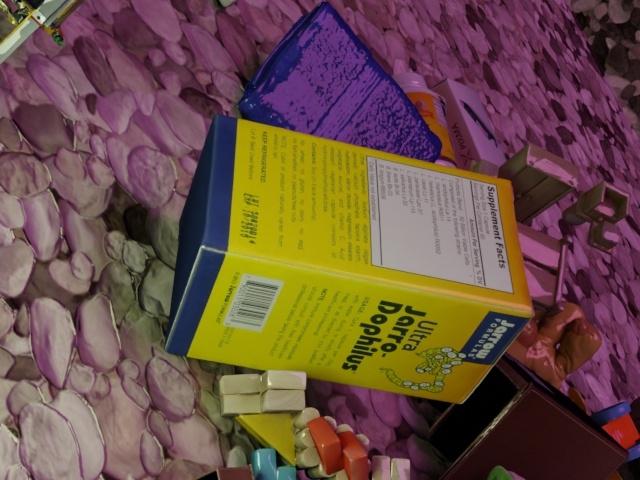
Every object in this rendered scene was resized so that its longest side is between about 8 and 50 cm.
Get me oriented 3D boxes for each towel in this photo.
[{"bbox_3d":[0.031,-0.173,1.524,0.308,0.076,0.227,47,65,-22],"label":"towel"}]

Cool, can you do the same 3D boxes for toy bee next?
[{"bbox_3d":[0.512,0.358,1.799,0.298,0.162,0.195,6,65,-26],"label":"toy bee"}]

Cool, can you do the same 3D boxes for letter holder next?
[{"bbox_3d":[0.268,0.298,1.479,0.302,0.214,0.152,35,7,-40],"label":"letter holder"}]

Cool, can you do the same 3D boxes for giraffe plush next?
[{"bbox_3d":[0.329,0.175,1.674,0.170,0.181,0.210,28,77,-28],"label":"giraffe plush"}]

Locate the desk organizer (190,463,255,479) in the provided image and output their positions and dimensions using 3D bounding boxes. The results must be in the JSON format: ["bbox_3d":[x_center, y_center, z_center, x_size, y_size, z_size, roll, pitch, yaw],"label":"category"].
[{"bbox_3d":[-0.088,0.297,1.025,0.050,0.047,0.130,12,55,-49],"label":"desk organizer"}]

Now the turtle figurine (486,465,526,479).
[{"bbox_3d":[0.334,0.423,1.346,0.266,0.198,0.274,21,54,-15],"label":"turtle figurine"}]

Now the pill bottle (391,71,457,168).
[{"bbox_3d":[0.158,-0.177,1.722,0.117,0.117,0.215,26,44,-44],"label":"pill bottle"}]

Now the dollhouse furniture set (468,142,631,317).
[{"bbox_3d":[0.335,0.042,1.705,0.303,0.174,0.355,23,61,-13],"label":"dollhouse furniture set"}]

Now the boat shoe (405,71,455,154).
[{"bbox_3d":[0.199,-0.225,1.847,0.079,0.081,0.227,10,55,-34],"label":"boat shoe"}]

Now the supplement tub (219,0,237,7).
[{"bbox_3d":[-0.145,-0.409,1.512,0.107,0.071,0.071,55,31,-11],"label":"supplement tub"}]

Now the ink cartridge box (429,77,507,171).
[{"bbox_3d":[0.274,-0.186,1.964,0.239,0.060,0.275,7,59,-56],"label":"ink cartridge box"}]

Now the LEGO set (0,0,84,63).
[{"bbox_3d":[-0.390,-0.273,0.985,0.331,0.192,0.255,45,4,-30],"label":"LEGO set"}]

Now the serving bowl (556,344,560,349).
[{"bbox_3d":[0.431,0.219,1.883,0.083,0.027,0.083,37,37,-35],"label":"serving bowl"}]

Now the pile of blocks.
[{"bbox_3d":[0.029,0.269,1.076,0.362,0.112,0.149,37,70,0],"label":"pile of blocks"}]

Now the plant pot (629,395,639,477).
[{"bbox_3d":[0.733,0.463,1.903,0.323,0.323,0.280,35,56,-36],"label":"plant pot"}]

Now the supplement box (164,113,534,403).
[{"bbox_3d":[0.026,0.028,1.131,0.357,0.195,0.194,12,48,-13],"label":"supplement box"}]
